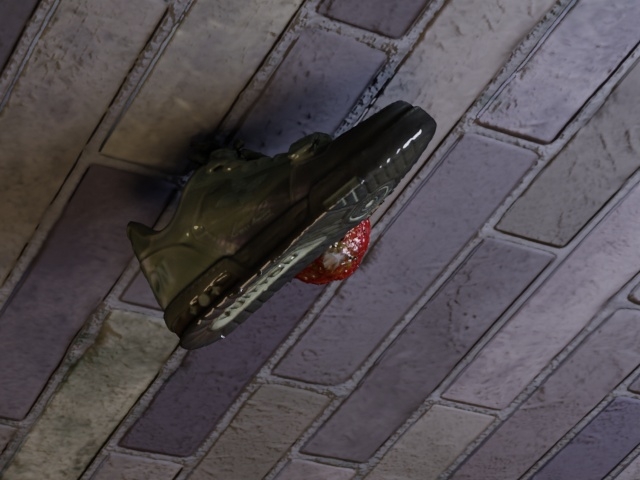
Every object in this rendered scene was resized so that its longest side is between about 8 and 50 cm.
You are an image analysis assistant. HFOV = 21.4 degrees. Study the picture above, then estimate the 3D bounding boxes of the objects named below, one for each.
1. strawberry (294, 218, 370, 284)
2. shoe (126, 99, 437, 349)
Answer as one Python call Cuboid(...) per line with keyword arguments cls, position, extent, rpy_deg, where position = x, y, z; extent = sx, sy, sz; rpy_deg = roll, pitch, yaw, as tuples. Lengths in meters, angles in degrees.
Cuboid(cls="strawberry", position=(0.001, -0.001, 1.554), extent=(0.106, 0.106, 0.106), rpy_deg=(-6, 140, -5))
Cuboid(cls="shoe", position=(-0.048, -0.049, 1.464), extent=(0.293, 0.149, 0.109), rpy_deg=(-42, 163, 8))
